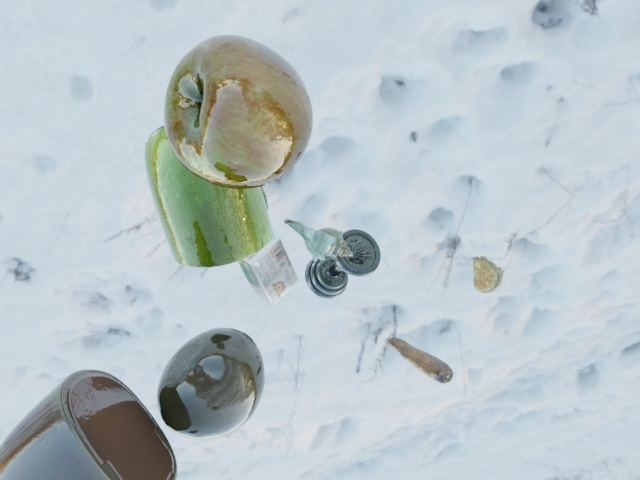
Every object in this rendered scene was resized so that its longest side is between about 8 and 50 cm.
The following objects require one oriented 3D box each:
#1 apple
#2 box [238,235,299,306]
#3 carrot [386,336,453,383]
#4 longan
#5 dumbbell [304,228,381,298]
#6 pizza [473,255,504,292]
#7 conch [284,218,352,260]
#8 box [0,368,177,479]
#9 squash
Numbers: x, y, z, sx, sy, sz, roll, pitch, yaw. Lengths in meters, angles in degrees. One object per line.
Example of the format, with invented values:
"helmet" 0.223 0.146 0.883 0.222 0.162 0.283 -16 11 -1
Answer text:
"apple" -0.133 -0.216 1.028 0.265 0.264 0.264 0 143 0
"box" -0.165 0.093 1.865 0.081 0.135 0.199 20 143 42
"carrot" 0.262 0.315 1.572 0.059 0.059 0.248 32 176 -35
"longan" -0.236 0.314 1.268 0.215 0.245 0.246 0 146 29
"dumbbell" 0.076 0.092 2.144 0.179 0.179 0.406 15 154 -19
"pizza" 0.568 0.109 1.990 0.046 0.134 0.175 -17 173 -18
"conch" 0.005 0.013 1.817 0.234 0.114 0.137 11 -178 -43
"box" -0.444 0.422 1.098 0.216 0.301 0.301 -41 134 3
"squash" -0.253 -0.115 1.253 0.234 0.210 0.308 -8 112 12
